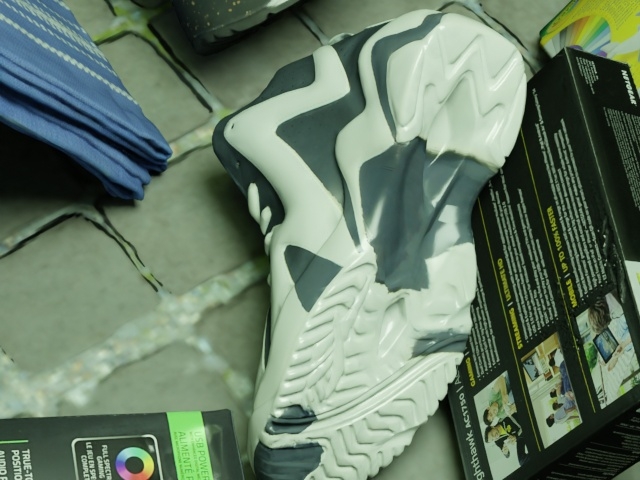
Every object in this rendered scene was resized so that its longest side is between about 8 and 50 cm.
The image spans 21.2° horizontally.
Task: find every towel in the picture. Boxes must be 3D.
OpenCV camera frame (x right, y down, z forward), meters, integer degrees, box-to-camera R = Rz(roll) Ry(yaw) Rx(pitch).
[{"bbox_3d":[-0.215,-0.170,0.835,0.040,0.243,0.336,-41,65,8],"label":"towel"}]

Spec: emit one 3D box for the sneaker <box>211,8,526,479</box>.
[{"bbox_3d":[0.000,0.000,0.827,0.094,0.153,0.235,13,93,-31],"label":"sneaker"}]

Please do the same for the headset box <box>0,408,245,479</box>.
[{"bbox_3d":[-0.140,0.202,0.625,0.283,0.131,0.246,1,56,-21],"label":"headset box"}]

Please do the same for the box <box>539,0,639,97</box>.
[{"bbox_3d":[0.174,-0.103,0.862,0.043,0.105,0.179,34,18,-27],"label":"box"}]

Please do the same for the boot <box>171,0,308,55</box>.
[{"bbox_3d":[0.012,-0.270,0.921,0.338,0.118,0.223,-33,95,-25],"label":"boot"}]

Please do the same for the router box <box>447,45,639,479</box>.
[{"bbox_3d":[0.107,0.021,0.785,0.046,0.133,0.179,12,53,-31],"label":"router box"}]
